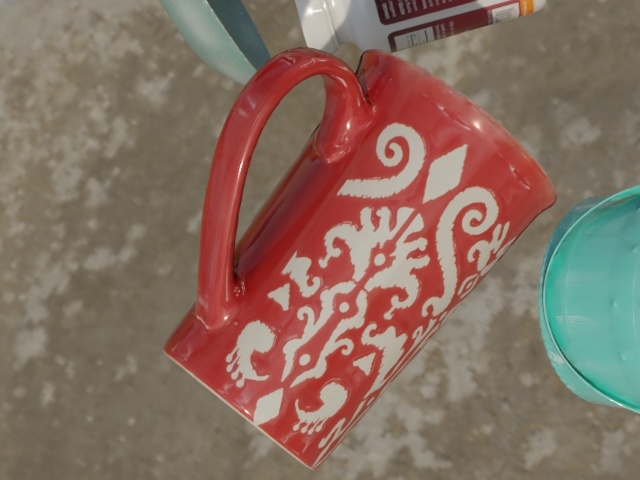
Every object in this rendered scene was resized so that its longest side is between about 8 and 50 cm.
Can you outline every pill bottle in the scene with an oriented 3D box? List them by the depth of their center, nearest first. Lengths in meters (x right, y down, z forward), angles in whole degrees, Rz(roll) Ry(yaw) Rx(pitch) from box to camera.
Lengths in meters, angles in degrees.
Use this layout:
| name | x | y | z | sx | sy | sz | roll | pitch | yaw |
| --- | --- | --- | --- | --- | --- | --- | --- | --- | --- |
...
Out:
| name | x | y | z | sx | sy | sz | roll | pitch | yaw |
| --- | --- | --- | --- | --- | --- | --- | --- | --- | --- |
| pill bottle | 0.059 | -0.166 | 0.949 | 0.152 | 0.086 | 0.086 | -15 | 53 | 4 |

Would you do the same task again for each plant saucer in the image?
| name | x | y | z | sx | sy | sz | roll | pitch | yaw |
| --- | --- | --- | --- | --- | --- | --- | --- | --- | --- |
| plant saucer | -0.094 | -0.186 | 1.144 | 0.037 | 0.195 | 0.195 | -31 | 48 | 7 |

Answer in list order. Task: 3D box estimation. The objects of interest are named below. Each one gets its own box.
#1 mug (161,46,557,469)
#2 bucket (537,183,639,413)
| name | x | y | z | sx | sy | sz | roll | pitch | yaw |
| --- | --- | --- | --- | --- | --- | --- | --- | --- | --- |
| mug | 0.000 | 0.001 | 0.696 | 0.169 | 0.150 | 0.113 | -52 | 11 | -5 |
| bucket | 0.380 | 0.065 | 1.650 | 0.183 | 0.281 | 0.281 | -3 | 62 | 47 |
